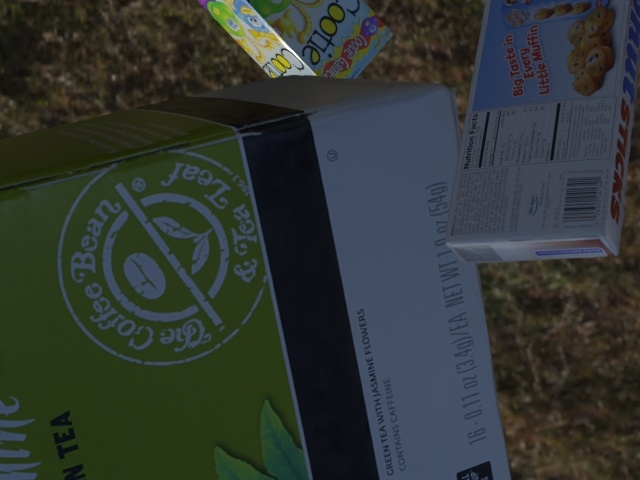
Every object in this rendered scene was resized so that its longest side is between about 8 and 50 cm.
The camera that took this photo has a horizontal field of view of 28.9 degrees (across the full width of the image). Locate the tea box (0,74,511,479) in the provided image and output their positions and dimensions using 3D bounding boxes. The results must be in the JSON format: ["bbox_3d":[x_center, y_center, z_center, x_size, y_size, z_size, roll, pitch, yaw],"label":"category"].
[{"bbox_3d":[-0.087,0.100,0.685,0.323,0.220,0.329,-16,104,-18],"label":"tea box"}]

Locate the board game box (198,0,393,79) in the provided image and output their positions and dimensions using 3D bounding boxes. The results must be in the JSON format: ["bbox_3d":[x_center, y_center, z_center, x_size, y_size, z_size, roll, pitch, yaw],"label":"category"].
[{"bbox_3d":[-0.052,-0.348,1.846,0.275,0.144,0.142,45,162,-20],"label":"board game box"}]

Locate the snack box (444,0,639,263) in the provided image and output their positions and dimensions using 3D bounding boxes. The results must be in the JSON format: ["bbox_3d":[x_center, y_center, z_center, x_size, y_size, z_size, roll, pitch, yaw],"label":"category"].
[{"bbox_3d":[0.095,-0.075,0.498,0.064,0.178,0.022,-4,151,32],"label":"snack box"}]
